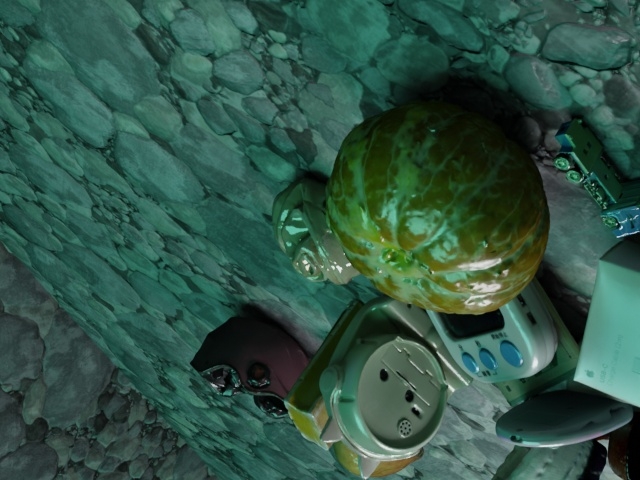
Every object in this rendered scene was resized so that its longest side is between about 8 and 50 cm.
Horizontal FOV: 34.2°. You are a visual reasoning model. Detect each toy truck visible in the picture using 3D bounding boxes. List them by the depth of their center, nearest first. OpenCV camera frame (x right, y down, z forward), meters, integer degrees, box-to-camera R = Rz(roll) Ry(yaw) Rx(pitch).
[{"bbox_3d":[0.378,-0.087,1.351,0.175,0.067,0.081,48,147,-19],"label":"toy truck"}]

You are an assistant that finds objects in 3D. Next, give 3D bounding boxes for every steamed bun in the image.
[{"bbox_3d":[0.000,0.001,1.875,0.218,0.144,0.211,30,155,12],"label":"steamed bun"}]

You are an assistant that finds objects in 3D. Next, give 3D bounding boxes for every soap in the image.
[{"bbox_3d":[0.042,0.276,2.154,0.089,0.274,0.173,22,152,28],"label":"soap"}]

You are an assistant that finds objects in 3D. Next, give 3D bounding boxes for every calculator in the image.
[{"bbox_3d":[0.421,0.297,1.771,0.185,0.298,0.041,0,98,48],"label":"calculator"}]

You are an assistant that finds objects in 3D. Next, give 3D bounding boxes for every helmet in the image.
[{"bbox_3d":[-0.138,0.305,2.526,0.338,0.197,0.271,18,159,19],"label":"helmet"}]

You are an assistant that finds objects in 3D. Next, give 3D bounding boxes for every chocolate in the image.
[{"bbox_3d":[0.574,0.379,1.876,0.148,0.125,0.080,42,171,-24],"label":"chocolate"}]

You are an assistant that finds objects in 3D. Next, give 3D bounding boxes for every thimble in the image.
[{"bbox_3d":[0.418,0.437,1.936,0.150,0.237,0.237,37,156,6],"label":"thimble"}]

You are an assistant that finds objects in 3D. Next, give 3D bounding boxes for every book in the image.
[{"bbox_3d":[0.336,0.163,1.787,0.215,0.025,0.283,59,156,12],"label":"book"}]

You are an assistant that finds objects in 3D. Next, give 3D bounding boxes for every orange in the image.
[{"bbox_3d":[0.167,-0.047,1.462,0.329,0.249,0.329,24,152,14],"label":"orange"}]

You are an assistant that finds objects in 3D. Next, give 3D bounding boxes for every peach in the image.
[{"bbox_3d":[0.139,0.465,2.456,0.232,0.232,0.232,28,154,15],"label":"peach"}]

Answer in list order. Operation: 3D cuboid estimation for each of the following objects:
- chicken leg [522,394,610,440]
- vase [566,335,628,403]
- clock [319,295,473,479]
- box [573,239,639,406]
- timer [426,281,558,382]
[{"bbox_3d":[0.486,0.350,2.000,0.219,0.048,0.089,25,156,22],"label":"chicken leg"},{"bbox_3d":[0.523,0.237,1.707,0.219,0.096,0.096,19,151,26],"label":"vase"},{"bbox_3d":[0.134,0.293,2.010,0.265,0.324,0.108,44,154,-21],"label":"clock"},{"bbox_3d":[0.500,0.138,1.443,0.251,0.106,0.203,23,121,32],"label":"box"},{"bbox_3d":[0.276,0.116,1.725,0.237,0.087,0.262,63,155,1],"label":"timer"}]
